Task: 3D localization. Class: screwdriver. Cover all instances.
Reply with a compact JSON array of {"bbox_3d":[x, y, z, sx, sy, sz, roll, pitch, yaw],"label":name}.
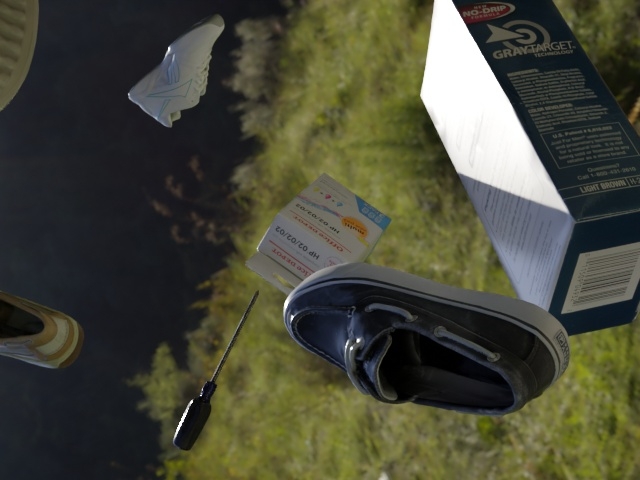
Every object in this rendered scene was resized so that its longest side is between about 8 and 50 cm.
[{"bbox_3d":[-0.097,0.125,1.133,0.024,0.170,0.025,25,172,18],"label":"screwdriver"}]

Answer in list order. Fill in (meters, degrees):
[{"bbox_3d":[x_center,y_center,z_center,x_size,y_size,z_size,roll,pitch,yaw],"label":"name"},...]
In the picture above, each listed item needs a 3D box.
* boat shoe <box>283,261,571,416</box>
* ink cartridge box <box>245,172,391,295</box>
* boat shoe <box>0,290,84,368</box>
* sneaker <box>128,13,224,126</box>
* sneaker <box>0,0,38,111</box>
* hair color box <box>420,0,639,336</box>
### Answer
[{"bbox_3d":[0.069,0.098,1.048,0.301,0.102,0.108,10,124,38],"label":"boat shoe"},{"bbox_3d":[0.000,0.000,1.357,0.104,0.061,0.181,34,-149,6],"label":"ink cartridge box"},{"bbox_3d":[-0.308,0.067,1.055,0.072,0.190,0.068,49,-131,-61],"label":"boat shoe"},{"bbox_3d":[-0.137,-0.176,1.212,0.061,0.152,0.053,46,-139,-4],"label":"sneaker"},{"bbox_3d":[-0.236,-0.155,0.598,0.161,0.102,0.282,-41,67,48],"label":"sneaker"},{"bbox_3d":[0.206,-0.095,1.128,0.174,0.105,0.347,94,161,-49],"label":"hair color box"}]
